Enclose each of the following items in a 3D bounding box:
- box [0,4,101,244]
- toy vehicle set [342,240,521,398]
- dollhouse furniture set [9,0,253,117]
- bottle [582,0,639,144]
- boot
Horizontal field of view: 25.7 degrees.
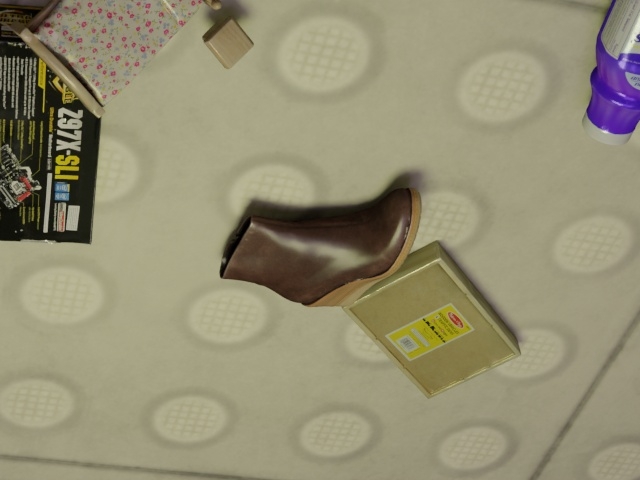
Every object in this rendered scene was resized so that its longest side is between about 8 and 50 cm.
[{"bbox_3d":[-0.399,-0.136,1.709,0.257,0.079,0.322,1,134,-12],"label":"box"},{"bbox_3d":[0.166,0.124,2.075,0.166,0.035,0.267,-27,132,17],"label":"toy vehicle set"},{"bbox_3d":[-0.252,-0.212,1.496,0.303,0.174,0.355,-46,126,-5],"label":"dollhouse furniture set"},{"bbox_3d":[0.399,-0.243,1.712,0.118,0.092,0.282,5,133,-15],"label":"bottle"},{"bbox_3d":[0.000,0.000,1.890,0.207,0.090,0.248,16,133,-25],"label":"boot"}]
